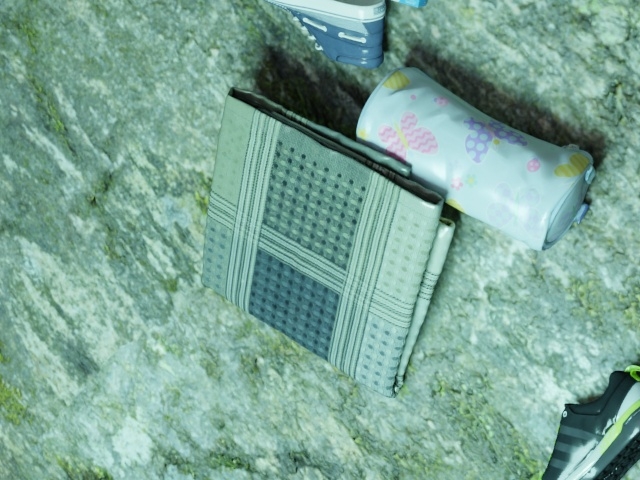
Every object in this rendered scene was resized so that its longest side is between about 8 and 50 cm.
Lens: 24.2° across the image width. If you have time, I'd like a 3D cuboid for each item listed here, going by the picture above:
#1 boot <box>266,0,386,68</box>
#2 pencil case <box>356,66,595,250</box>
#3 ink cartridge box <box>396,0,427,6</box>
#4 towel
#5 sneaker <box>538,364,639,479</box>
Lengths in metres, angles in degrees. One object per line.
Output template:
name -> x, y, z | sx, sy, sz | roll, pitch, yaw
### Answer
boot -> -0.007, -0.264, 1.781 | 0.190, 0.069, 0.086 | 23, 129, 32
pencil case -> 0.174, -0.095, 1.698 | 0.273, 0.113, 0.124 | 28, 104, 19
ink cartridge box -> 0.106, -0.318, 1.731 | 0.048, 0.028, 0.083 | 20, 109, 21
towel -> 0.000, 0.000, 1.799 | 0.312, 0.056, 0.324 | 30, 133, 21
sneaker -> 0.310, 0.236, 1.736 | 0.235, 0.084, 0.097 | -48, 54, 25
